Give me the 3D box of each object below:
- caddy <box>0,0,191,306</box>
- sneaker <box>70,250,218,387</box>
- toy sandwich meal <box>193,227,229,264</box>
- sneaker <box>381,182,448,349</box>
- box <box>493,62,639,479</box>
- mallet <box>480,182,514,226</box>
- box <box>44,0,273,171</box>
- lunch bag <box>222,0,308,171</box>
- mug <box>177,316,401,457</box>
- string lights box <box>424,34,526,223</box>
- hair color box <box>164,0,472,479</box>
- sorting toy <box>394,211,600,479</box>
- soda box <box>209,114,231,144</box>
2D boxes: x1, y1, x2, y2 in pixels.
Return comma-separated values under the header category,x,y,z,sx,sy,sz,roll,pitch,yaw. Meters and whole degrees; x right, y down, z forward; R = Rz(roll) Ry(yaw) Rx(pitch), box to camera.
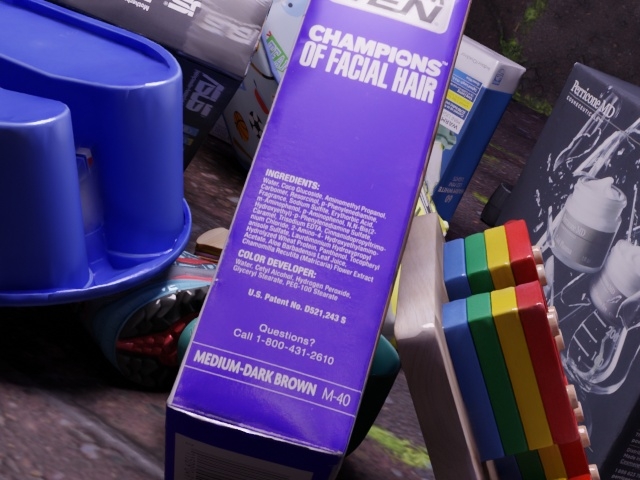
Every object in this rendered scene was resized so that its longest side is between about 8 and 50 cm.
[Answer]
category,x,y,z,sx,sy,sz,roll,pitch,yaw
caddy,-0.253,-0.062,1.015,0.341,0.179,0.241,23,33,31
sneaker,-0.089,0.042,1.096,0.125,0.104,0.262,34,18,35
toy sandwich meal,-0.077,0.009,1.295,0.086,0.029,0.085,-6,21,2
sneaker,0.046,-0.045,1.378,0.147,0.145,0.384,30,46,-27
box,0.323,0.038,1.339,0.179,0.312,0.343,17,18,-25
mallet,0.306,0.001,1.943,0.189,0.062,0.039,49,26,22
box,-0.241,-0.191,1.286,0.318,0.097,0.395,21,-15,-11
lunch bag,-0.062,-0.222,1.584,0.115,0.303,0.243,-25,20,-22
mug,-0.031,0.101,1.003,0.158,0.097,0.129,23,17,-5
string lights box,0.123,-0.121,1.633,0.133,0.259,0.077,34,18,30
hair color box,0.000,0.000,0.867,0.110,0.338,0.185,15,-28,1
sorting toy,0.129,0.125,0.890,0.089,0.255,0.257,-15,14,9
soda box,-0.031,-0.126,1.765,0.216,0.069,0.074,28,16,5
